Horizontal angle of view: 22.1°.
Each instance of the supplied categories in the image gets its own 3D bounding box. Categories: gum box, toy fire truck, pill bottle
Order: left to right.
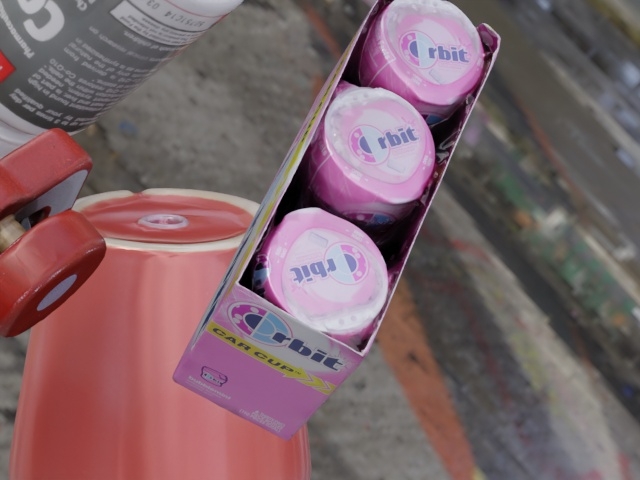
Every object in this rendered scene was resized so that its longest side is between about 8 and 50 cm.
[{"bbox_3d":[-0.299,0.041,1.148,0.169,0.254,0.302,47,54,5],"label":"toy fire truck"},{"bbox_3d":[-0.204,-0.184,1.342,0.161,0.283,0.161,33,39,-32],"label":"pill bottle"},{"bbox_3d":[0.011,-0.018,0.733,0.062,0.107,0.188,28,58,-5],"label":"gum box"}]

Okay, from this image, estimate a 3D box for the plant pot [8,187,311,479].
[{"bbox_3d":[-0.137,0.093,1.442,0.275,0.243,0.275,2,16,-1],"label":"plant pot"}]
